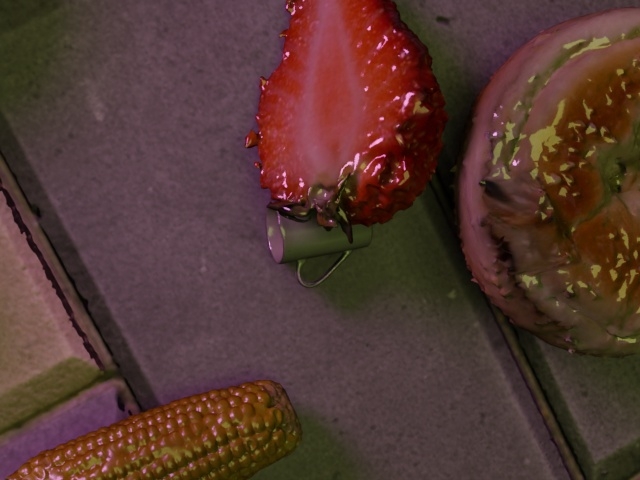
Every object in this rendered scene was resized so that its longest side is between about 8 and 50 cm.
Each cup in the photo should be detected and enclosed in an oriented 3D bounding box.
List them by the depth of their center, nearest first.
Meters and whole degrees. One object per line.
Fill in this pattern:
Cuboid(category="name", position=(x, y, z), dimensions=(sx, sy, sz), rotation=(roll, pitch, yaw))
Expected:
Cuboid(category="cup", position=(0.001, -0.003, 0.928), dimensions=(0.083, 0.054, 0.075), rotation=(-7, 66, -16))

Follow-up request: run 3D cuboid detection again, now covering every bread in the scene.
Cuboid(category="bread", position=(0.247, -0.052, 0.939), dimensions=(0.305, 0.159, 0.306), rotation=(-1, 95, -17))

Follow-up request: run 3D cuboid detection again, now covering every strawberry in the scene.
Cuboid(category="strawberry", position=(0.039, -0.111, 0.912), dimensions=(0.106, 0.175, 0.236), rotation=(33, 75, -54))

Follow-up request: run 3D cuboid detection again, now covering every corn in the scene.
Cuboid(category="corn", position=(-0.141, 0.187, 0.887), dimensions=(0.261, 0.097, 0.097), rotation=(-19, 97, -16))
